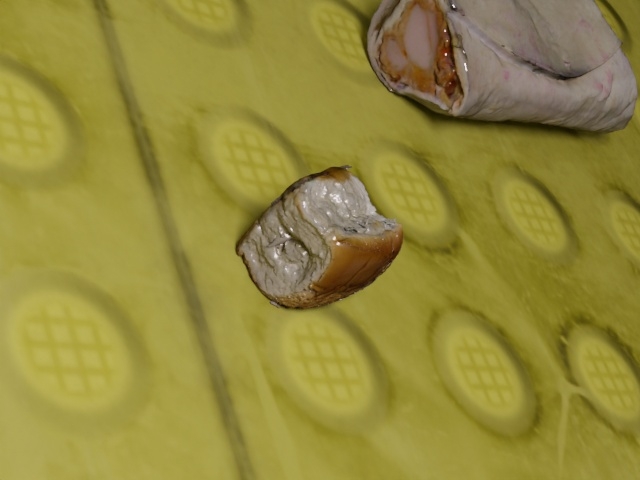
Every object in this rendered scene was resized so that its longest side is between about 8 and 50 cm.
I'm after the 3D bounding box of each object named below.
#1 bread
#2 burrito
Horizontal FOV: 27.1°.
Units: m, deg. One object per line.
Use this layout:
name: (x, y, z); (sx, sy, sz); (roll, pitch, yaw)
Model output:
bread: (0.000, 0.002, 0.861); (0.076, 0.083, 0.070); (54, 39, 7)
burrito: (0.172, -0.166, 1.188); (0.299, 0.105, 0.143); (-3, 69, -49)
